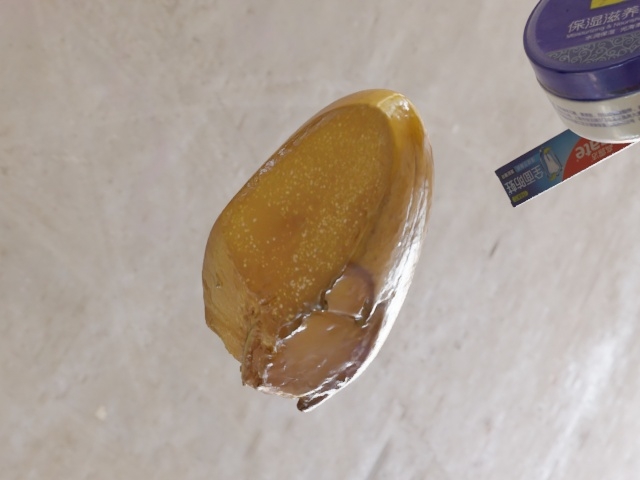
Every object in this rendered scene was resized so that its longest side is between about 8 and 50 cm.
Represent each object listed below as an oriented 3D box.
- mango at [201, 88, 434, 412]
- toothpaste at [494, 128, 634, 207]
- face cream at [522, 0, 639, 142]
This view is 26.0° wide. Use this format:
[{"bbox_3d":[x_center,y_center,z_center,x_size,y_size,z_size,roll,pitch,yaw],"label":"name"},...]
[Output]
[{"bbox_3d":[0.000,0.000,1.315,0.199,0.201,0.350,-80,-167,-60],"label":"mango"},{"bbox_3d":[0.423,-0.150,2.286,0.066,0.076,0.320,-25,176,-40],"label":"toothpaste"},{"bbox_3d":[0.310,-0.192,1.353,0.206,0.206,0.111,-51,129,-24],"label":"face cream"}]
